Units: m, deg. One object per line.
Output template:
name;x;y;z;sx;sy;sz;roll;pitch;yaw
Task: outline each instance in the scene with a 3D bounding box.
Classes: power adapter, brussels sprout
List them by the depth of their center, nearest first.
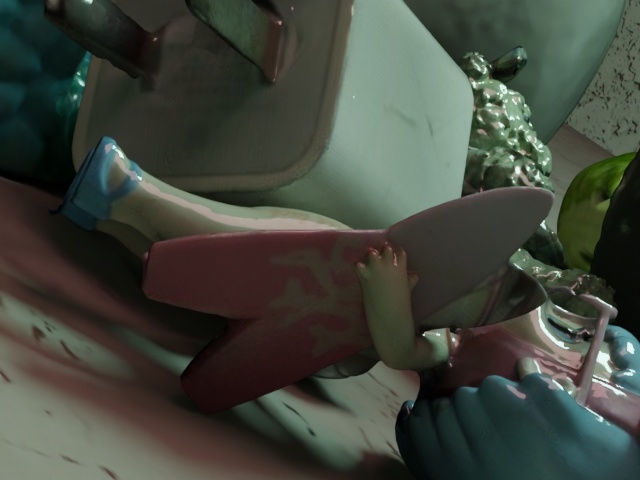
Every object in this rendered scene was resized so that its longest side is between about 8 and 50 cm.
power adapter;-0.033;-0.066;0.726;0.130;0.125;0.205;0;-21;29
brussels sprout;0.262;0.004;1.331;0.180;0.143;0.161;34;37;-65

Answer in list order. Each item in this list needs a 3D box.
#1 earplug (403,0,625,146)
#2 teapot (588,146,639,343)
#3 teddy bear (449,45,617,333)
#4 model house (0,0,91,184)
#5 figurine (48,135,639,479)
earplug;0.005;-0.199;1.134;0.394;0.313;0.312;36;12;13
teapot;0.315;0.049;0.855;0.361;0.305;0.376;28;-13;39
teddy bear;0.079;-0.012;0.916;0.111;0.133;0.213;-3;56;-15
model house;-0.170;-0.194;0.826;0.226;0.241;0.261;17;17;-43
figurine;0.011;0.044;0.668;0.260;0.103;0.205;26;-24;-12
